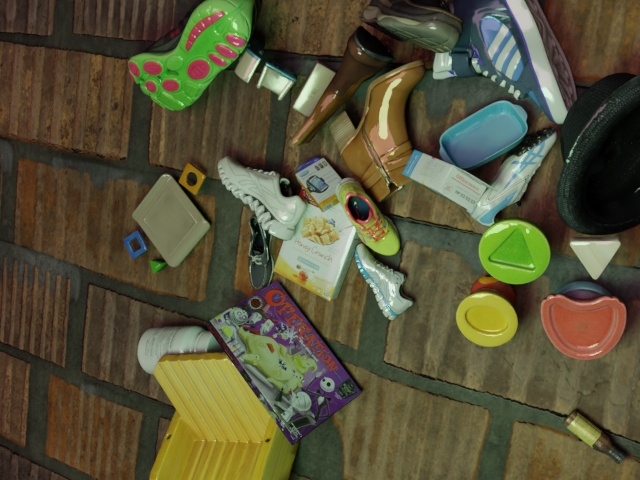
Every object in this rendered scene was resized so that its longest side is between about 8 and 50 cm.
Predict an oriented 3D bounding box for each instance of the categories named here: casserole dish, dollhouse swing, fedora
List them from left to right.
[{"bbox_3d":[-0.284,0.490,1.688,0.346,0.315,0.305,-7,136,29],"label":"dollhouse swing"},{"bbox_3d":[0.335,-0.209,1.400,0.188,0.037,0.114,-30,56,9],"label":"casserole dish"},{"bbox_3d":[0.538,-0.177,1.240,0.334,0.334,0.153,-53,35,23],"label":"fedora"}]

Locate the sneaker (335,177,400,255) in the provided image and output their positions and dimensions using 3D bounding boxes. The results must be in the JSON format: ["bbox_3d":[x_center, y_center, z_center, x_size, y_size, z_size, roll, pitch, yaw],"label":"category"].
[{"bbox_3d":[0.105,-0.040,1.515,0.081,0.094,0.208,-40,106,8],"label":"sneaker"}]

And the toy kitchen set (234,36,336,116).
[{"bbox_3d":[-0.082,-0.415,1.633,0.207,0.166,0.122,27,113,-15],"label":"toy kitchen set"}]

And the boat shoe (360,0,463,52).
[{"bbox_3d":[0.182,-0.465,1.353,0.130,0.132,0.355,-64,27,14],"label":"boat shoe"}]

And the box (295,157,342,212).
[{"bbox_3d":[0.002,-0.135,1.596,0.081,0.028,0.136,-31,56,-9],"label":"box"}]

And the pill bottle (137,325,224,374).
[{"bbox_3d":[-0.360,0.292,1.822,0.229,0.131,0.131,-5,93,29],"label":"pill bottle"}]

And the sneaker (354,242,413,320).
[{"bbox_3d":[0.148,0.081,1.561,0.083,0.071,0.191,-32,88,21],"label":"sneaker"}]

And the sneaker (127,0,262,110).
[{"bbox_3d":[-0.304,-0.474,1.702,0.482,0.202,0.185,-15,123,43],"label":"sneaker"}]

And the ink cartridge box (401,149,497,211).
[{"bbox_3d":[0.260,-0.119,1.397,0.062,0.104,0.181,-61,31,6],"label":"ink cartridge box"}]

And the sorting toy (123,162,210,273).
[{"bbox_3d":[-0.398,-0.056,1.857,0.196,0.047,0.348,49,116,11],"label":"sorting toy"}]

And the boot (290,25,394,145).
[{"bbox_3d":[0.025,-0.320,1.457,0.096,0.264,0.280,43,106,-9],"label":"boot"}]

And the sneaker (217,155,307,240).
[{"bbox_3d":[-0.138,-0.126,1.660,0.292,0.110,0.118,44,108,29],"label":"sneaker"}]

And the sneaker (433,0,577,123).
[{"bbox_3d":[0.349,-0.345,1.375,0.236,0.130,0.323,-24,88,38],"label":"sneaker"}]

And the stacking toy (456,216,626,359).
[{"bbox_3d":[0.439,0.077,1.347,0.308,0.130,0.280,10,116,19],"label":"stacking toy"}]

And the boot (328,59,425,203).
[{"bbox_3d":[0.162,-0.232,1.487,0.283,0.109,0.220,-37,79,28],"label":"boot"}]

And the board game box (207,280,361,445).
[{"bbox_3d":[-0.087,0.283,1.635,0.347,0.208,0.056,51,145,15],"label":"board game box"}]

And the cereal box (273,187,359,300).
[{"bbox_3d":[0.000,0.000,1.638,0.173,0.047,0.240,26,107,24],"label":"cereal box"}]

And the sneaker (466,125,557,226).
[{"bbox_3d":[0.399,-0.128,1.393,0.086,0.085,0.237,36,110,-8],"label":"sneaker"}]

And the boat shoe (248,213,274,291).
[{"bbox_3d":[-0.160,0.030,1.720,0.075,0.065,0.206,9,100,28],"label":"boat shoe"}]

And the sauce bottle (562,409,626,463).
[{"bbox_3d":[0.551,0.397,1.378,0.128,0.042,0.042,41,113,21],"label":"sauce bottle"}]
